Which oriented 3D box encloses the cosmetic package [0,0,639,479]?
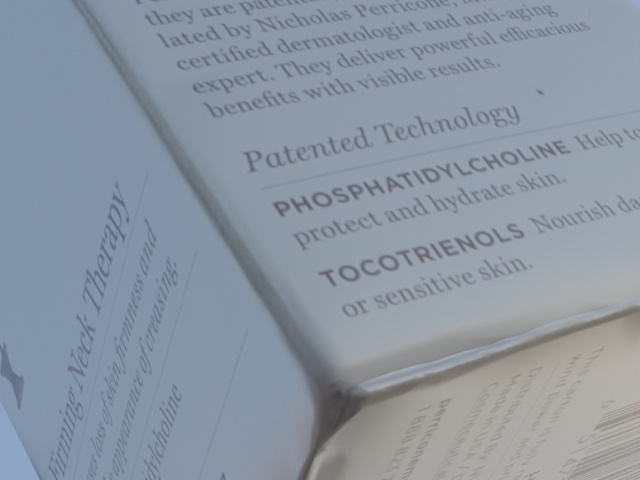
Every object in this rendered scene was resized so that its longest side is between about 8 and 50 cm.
[{"bbox_3d":[0.000,0.000,0.825,0.327,0.393,0.329,-14,-37,-31],"label":"cosmetic package"}]
